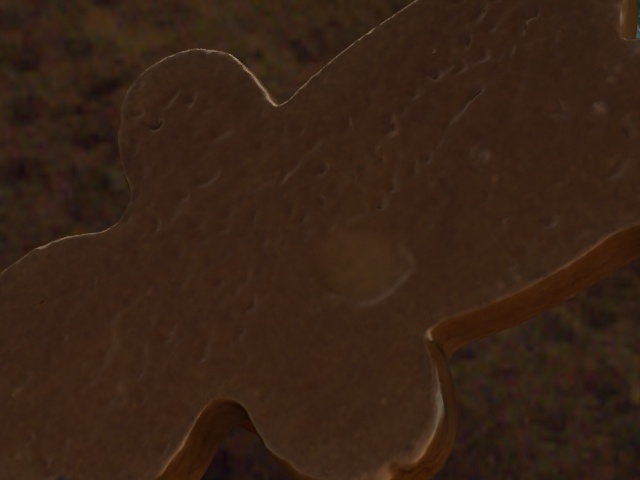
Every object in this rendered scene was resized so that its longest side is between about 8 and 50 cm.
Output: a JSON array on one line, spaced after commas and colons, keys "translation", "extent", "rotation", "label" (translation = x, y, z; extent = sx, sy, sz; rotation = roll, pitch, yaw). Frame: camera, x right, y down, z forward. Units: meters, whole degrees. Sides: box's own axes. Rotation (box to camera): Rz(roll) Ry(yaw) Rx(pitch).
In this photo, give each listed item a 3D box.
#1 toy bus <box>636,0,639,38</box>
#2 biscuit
[{"translation": [0.073, -0.066, 0.919], "extent": [0.262, 0.091, 0.109], "rotation": [-41, 18, 16], "label": "toy bus"}, {"translation": [0.001, 0.002, 0.709], "extent": [0.324, 0.049, 0.205], "rotation": [-34, 58, -1], "label": "biscuit"}]
